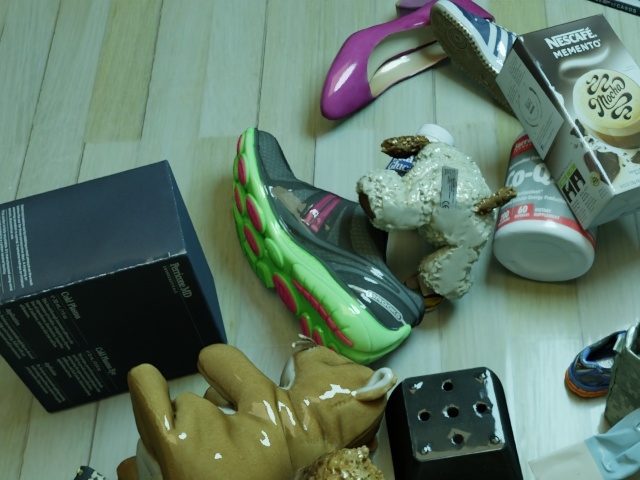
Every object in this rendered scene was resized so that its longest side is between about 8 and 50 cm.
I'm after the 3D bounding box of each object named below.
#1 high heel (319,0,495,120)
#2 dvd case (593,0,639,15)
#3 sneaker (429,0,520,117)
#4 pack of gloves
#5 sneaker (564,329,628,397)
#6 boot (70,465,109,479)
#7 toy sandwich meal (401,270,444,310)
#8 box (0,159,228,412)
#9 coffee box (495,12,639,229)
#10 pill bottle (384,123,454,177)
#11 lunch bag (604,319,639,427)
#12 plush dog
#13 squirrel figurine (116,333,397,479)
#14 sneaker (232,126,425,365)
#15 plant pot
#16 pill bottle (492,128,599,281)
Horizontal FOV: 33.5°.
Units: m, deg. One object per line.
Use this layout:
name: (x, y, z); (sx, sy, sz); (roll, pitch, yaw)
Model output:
high heel: (0.158, -0.336, 1.941); (0.181, 0.127, 0.377); (21, 59, 31)
dvd case: (0.601, -0.520, 2.064); (0.239, 0.029, 0.179); (24, 64, 21)
sneaker: (0.336, -0.355, 1.918); (0.282, 0.099, 0.153); (45, 71, 1)
pack of gloves: (0.433, 0.345, 1.461); (0.232, 0.046, 0.195); (-35, 71, 27)
sneaker: (0.479, 0.168, 1.605); (0.221, 0.087, 0.083); (-24, 58, -8)
boot: (-0.410, 0.408, 1.575); (0.236, 0.085, 0.178); (26, 62, 15)
toy sandwich meal: (0.170, 0.078, 1.738); (0.086, 0.029, 0.085); (-3, 57, 5)
box: (-0.329, 0.080, 1.619); (0.313, 0.343, 0.178); (-14, 56, -2)
coffee box: (0.421, -0.187, 1.636); (0.168, 0.119, 0.297); (-19, 67, -19)
pill bottle: (0.163, -0.117, 1.826); (0.094, 0.094, 0.169); (23, 63, 21)
lunch bag: (0.546, 0.211, 1.479); (0.287, 0.235, 0.168); (16, 60, 16)
plush dog: (0.200, -0.075, 1.677); (0.211, 0.262, 0.225); (-35, 25, 20)
squirrel figurine: (-0.043, 0.314, 1.470); (0.371, 0.281, 0.397); (-15, 46, -28)
sneaker: (0.000, 0.000, 1.752); (0.202, 0.185, 0.482); (-19, 59, -26)
plant pot: (0.190, 0.279, 1.526); (0.188, 0.167, 0.187); (-9, 56, 3)
pill bottle: (0.382, -0.090, 1.738); (0.161, 0.161, 0.283); (9, 59, 13)
